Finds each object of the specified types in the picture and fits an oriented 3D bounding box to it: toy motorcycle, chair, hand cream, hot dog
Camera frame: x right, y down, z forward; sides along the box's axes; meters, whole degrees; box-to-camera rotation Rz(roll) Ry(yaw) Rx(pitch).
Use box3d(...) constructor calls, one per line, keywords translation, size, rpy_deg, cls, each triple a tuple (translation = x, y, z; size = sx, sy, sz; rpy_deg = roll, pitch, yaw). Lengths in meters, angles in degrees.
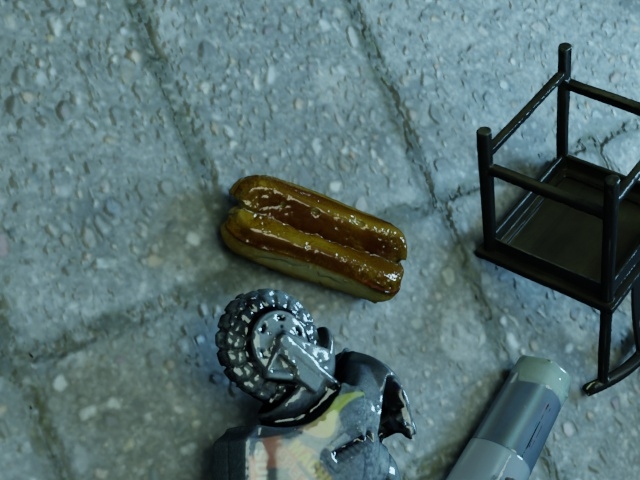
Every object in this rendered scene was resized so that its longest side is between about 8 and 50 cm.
box3d(translation=(-0.001, 0.189, 0.985), size=(0.173, 0.108, 0.307), rpy_deg=(6, 76, -34), cls="toy motorcycle")
box3d(translation=(0.230, -0.015, 1.159), size=(0.154, 0.141, 0.260), rpy_deg=(-45, 145, -30), cls="chair")
box3d(translation=(0.132, 0.206, 1.090), size=(0.079, 0.048, 0.255), rpy_deg=(39, 64, -10), cls="hand cream")
box3d(translation=(0.000, 0.000, 1.068), size=(0.165, 0.045, 0.071), rpy_deg=(21, 66, -24), cls="hot dog")

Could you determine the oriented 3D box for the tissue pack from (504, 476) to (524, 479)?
box3d(translation=(0.185, 0.328, 0.977), size=(0.124, 0.201, 0.271), rpy_deg=(40, 67, -41), cls="tissue pack")
